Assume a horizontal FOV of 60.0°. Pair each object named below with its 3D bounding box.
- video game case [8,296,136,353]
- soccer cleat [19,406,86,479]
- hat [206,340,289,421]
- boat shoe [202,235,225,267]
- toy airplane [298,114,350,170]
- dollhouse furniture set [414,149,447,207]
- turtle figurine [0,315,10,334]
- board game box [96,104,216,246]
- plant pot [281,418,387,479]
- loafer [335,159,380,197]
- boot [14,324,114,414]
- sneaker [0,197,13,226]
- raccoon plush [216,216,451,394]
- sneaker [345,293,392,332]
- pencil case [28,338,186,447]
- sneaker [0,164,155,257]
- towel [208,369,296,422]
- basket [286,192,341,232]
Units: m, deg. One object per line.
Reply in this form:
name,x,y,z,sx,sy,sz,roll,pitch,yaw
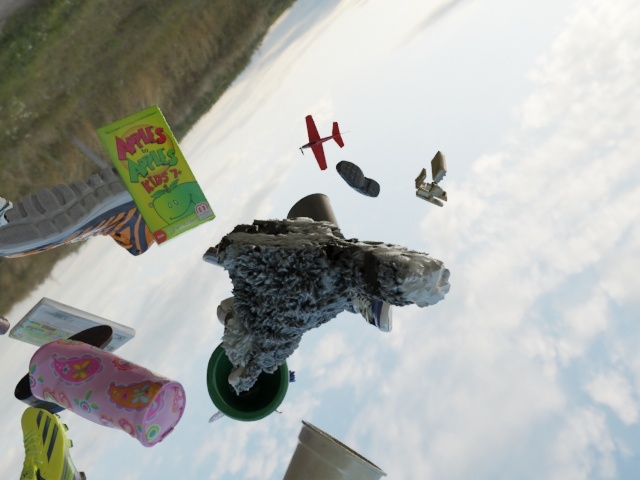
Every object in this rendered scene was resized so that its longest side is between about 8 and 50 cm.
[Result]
video game case,-0.594,0.222,1.330,0.206,0.227,0.026,-34,-138,35
soccer cleat,-0.614,0.487,1.226,0.121,0.289,0.093,1,131,-52
hat,-0.166,0.306,1.226,0.173,0.208,0.183,-7,173,-15
boat shoe,-0.193,0.024,1.141,0.183,0.066,0.066,62,46,-82
toy airplane,0.007,-0.254,1.418,0.151,0.151,0.028,-37,176,30
dollhouse furniture set,0.404,-0.194,1.828,0.144,0.123,0.151,-81,-163,-50
turtle figurine,-0.717,0.143,1.049,0.175,0.234,0.118,-46,-132,-15
board game box,-0.235,-0.092,0.800,0.092,0.181,0.043,-28,-177,-16
plant pot,0.001,0.805,1.805,0.305,0.334,0.334,-58,-159,-14
loafer,0.094,-0.167,1.549,0.061,0.170,0.062,2,-116,47
boot,-0.517,0.273,1.172,0.219,0.106,0.082,-37,-129,-17
sneaker,-0.480,-0.025,0.815,0.083,0.037,0.032,-59,-138,15
raccoon plush,-0.022,0.142,0.903,0.216,0.299,0.446,-12,-160,-36
sneaker,0.149,0.247,2.068,0.236,0.130,0.323,-1,-162,8
pencil case,-0.381,0.265,0.984,0.284,0.124,0.124,13,-128,21
sneaker,-0.405,-0.022,1.005,0.321,0.124,0.180,-26,147,-20
towel,-0.228,0.523,1.829,0.243,0.040,0.336,-21,165,-30
basket,0.000,0.000,1.766,0.204,0.154,0.227,111,-38,-53
